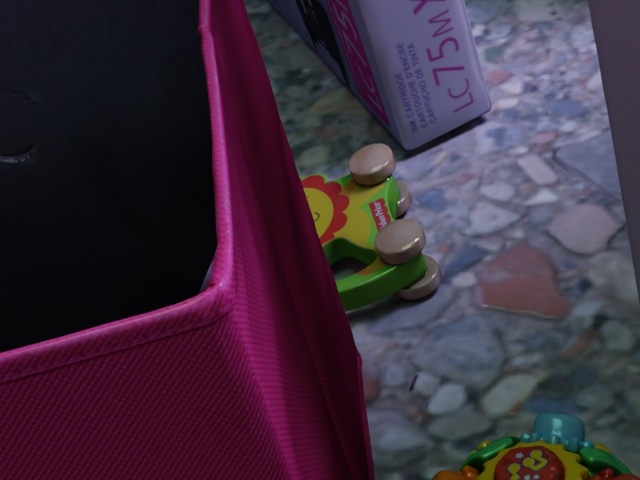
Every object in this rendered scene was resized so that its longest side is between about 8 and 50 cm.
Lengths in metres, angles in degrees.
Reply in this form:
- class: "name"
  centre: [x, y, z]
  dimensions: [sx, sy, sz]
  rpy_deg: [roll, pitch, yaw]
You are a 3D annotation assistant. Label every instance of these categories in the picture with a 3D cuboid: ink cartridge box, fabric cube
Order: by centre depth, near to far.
- class: "fabric cube"
  centre: [-0.123, 0.061, 0.573]
  dimensions: [0.254, 0.258, 0.259]
  rpy_deg: [-13, 38, 4]
- class: "ink cartridge box"
  centre: [-0.016, -0.199, 0.905]
  dimensions: [0.065, 0.185, 0.311]
  rpy_deg: [-25, 38, -7]

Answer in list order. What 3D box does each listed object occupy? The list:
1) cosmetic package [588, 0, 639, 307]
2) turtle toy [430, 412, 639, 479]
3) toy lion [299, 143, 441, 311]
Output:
- class: "cosmetic package"
  centre: [0.305, -0.128, 0.528]
  dimensions: [0.329, 0.393, 0.327]
  rpy_deg: [-35, 40, -20]
- class: "turtle toy"
  centre: [0.087, 0.111, 0.585]
  dimensions: [0.095, 0.066, 0.130]
  rpy_deg: [-28, 39, -13]
- class: "toy lion"
  centre: [0.000, 0.000, 0.786]
  dimensions: [0.096, 0.034, 0.100]
  rpy_deg: [-23, 38, 4]
